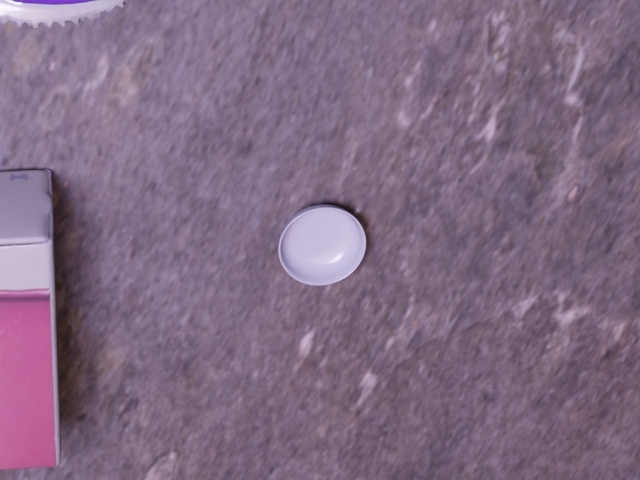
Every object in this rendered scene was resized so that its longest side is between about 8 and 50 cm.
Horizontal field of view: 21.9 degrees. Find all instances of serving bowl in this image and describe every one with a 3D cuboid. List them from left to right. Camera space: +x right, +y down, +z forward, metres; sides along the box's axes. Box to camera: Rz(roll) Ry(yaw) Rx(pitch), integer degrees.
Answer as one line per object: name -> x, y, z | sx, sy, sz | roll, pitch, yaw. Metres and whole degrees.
serving bowl -> 0.000, 0.000, 1.561 | 0.083, 0.027, 0.083 | -4, 119, -8

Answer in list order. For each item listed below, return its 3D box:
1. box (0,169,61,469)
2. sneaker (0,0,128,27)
box -> -0.297, 0.071, 1.472 | 0.127, 0.148, 0.232 | -2, 118, -9
sneaker -> -0.282, -0.261, 1.323 | 0.293, 0.102, 0.146 | 4, 116, -13
